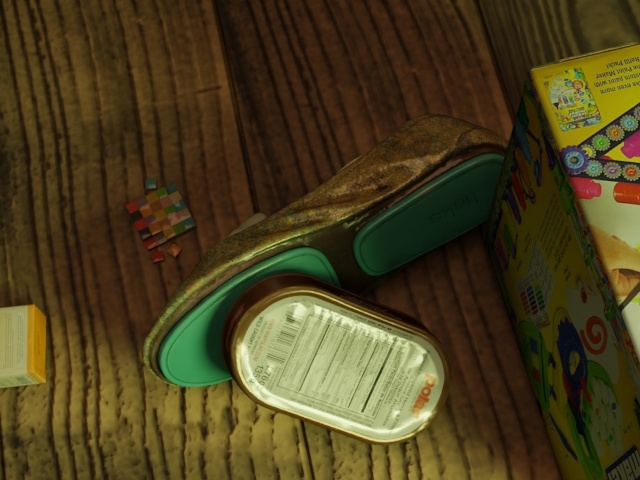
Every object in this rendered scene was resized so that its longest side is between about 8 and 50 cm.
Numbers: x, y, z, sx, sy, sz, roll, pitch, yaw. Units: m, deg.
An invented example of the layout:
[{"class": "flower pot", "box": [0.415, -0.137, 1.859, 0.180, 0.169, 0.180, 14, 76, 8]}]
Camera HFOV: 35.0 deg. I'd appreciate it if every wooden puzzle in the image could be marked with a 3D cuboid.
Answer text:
[{"class": "wooden puzzle", "box": [-0.144, -0.021, 0.919, 0.049, 0.006, 0.083, -27, 68, -8]}]

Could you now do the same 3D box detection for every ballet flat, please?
[{"class": "ballet flat", "box": [0.000, 0.000, 0.853, 0.348, 0.123, 0.123, -31, 69, -8]}]

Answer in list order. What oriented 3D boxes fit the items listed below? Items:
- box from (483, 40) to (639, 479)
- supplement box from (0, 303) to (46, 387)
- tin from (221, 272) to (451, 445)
[{"class": "box", "box": [0.249, 0.051, 0.712, 0.177, 0.290, 0.279, -13, 68, -3]}, {"class": "supplement box", "box": [-0.286, 0.093, 0.864, 0.098, 0.036, 0.062, -6, 67, 1]}, {"class": "tin", "box": [0.015, 0.096, 0.791, 0.190, 0.040, 0.106, 22, 100, -20]}]
